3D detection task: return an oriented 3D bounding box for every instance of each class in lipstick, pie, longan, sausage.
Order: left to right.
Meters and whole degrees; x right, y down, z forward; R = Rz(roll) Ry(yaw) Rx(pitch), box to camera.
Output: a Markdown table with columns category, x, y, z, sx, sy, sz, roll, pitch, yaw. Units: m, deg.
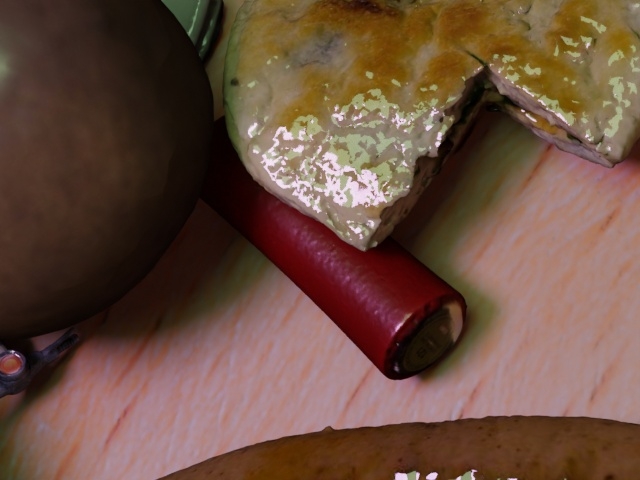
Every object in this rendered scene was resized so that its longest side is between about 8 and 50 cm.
| category | x | y | z | sx | sy | sz | roll | pitch | yaw |
| --- | --- | --- | --- | --- | --- | --- | --- | --- | --- |
| longan | -0.219 | -0.075 | 1.218 | 0.297 | 0.297 | 0.297 | -9 | 68 | 22 |
| lipstick | 0.000 | 0.000 | 1.240 | 0.080 | 0.080 | 0.241 | -48 | 60 | 2 |
| sausage | 0.046 | 0.186 | 1.127 | 0.501 | 0.123 | 0.136 | -7 | 96 | 22 |
| pie | 0.082 | -0.148 | 1.229 | 0.337 | 0.075 | 0.337 | -8 | 57 | 12 |

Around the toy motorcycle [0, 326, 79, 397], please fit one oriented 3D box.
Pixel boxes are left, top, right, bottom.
| category | x | y | z | sx | sy | sz | roll | pitch | yaw |
| --- | --- | --- | --- | --- | --- | --- | --- | --- | --- |
| toy motorcycle | -0.307 | 0.124 | 1.334 | 0.157 | 0.091 | 0.263 | 29 | 87 | 22 |

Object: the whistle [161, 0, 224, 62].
| category | x | y | z | sx | sy | sz | roll | pitch | yaw |
| --- | --- | --- | --- | --- | --- | --- | --- | --- | --- |
| whistle | -0.237 | -0.203 | 1.380 | 0.289 | 0.163 | 0.163 | 15 | 78 | 29 |
